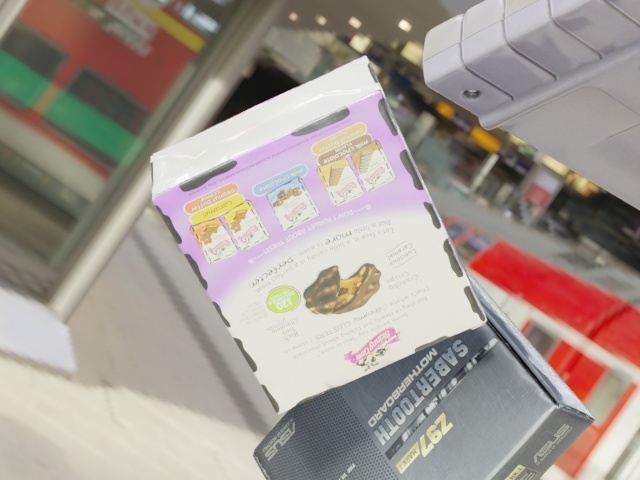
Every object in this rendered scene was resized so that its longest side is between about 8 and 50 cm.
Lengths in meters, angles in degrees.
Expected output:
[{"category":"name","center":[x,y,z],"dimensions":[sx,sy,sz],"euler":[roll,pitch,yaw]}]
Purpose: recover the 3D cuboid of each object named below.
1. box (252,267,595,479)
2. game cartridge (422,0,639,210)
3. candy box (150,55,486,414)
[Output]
[{"category":"box","center":[0.071,0.152,1.076],"dimensions":[0.059,0.233,0.183],"euler":[25,21,-46]},{"category":"game cartridge","center":[0.273,-0.094,0.978],"dimensions":[0.355,0.068,0.230],"euler":[25,-30,-36]},{"category":"candy box","center":[0.000,0.000,0.959],"dimensions":[0.070,0.165,0.196],"euler":[-105,169,-61]}]
